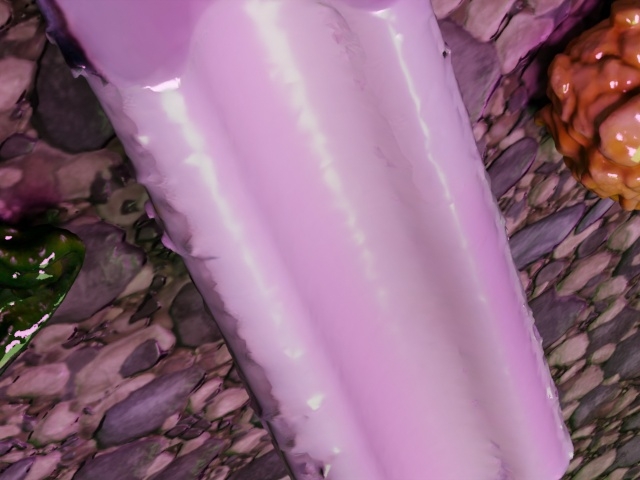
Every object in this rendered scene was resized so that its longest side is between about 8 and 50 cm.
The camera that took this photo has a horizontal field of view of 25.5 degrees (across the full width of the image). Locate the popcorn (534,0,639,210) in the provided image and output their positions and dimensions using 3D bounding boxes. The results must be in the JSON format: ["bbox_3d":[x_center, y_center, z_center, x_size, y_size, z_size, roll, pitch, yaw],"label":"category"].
[{"bbox_3d":[0.238,-0.100,1.093,0.140,0.163,0.194,-26,-174,17],"label":"popcorn"}]

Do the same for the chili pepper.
[{"bbox_3d":[-0.250,0.076,0.887,0.257,0.074,0.100,-45,147,3],"label":"chili pepper"}]

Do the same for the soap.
[{"bbox_3d":[-0.028,-0.064,0.712,0.156,0.261,0.446,-28,130,-4],"label":"soap"}]

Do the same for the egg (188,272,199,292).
[{"bbox_3d":[0.000,0.000,0.962,0.198,0.146,0.146,-8,140,-31],"label":"egg"}]
